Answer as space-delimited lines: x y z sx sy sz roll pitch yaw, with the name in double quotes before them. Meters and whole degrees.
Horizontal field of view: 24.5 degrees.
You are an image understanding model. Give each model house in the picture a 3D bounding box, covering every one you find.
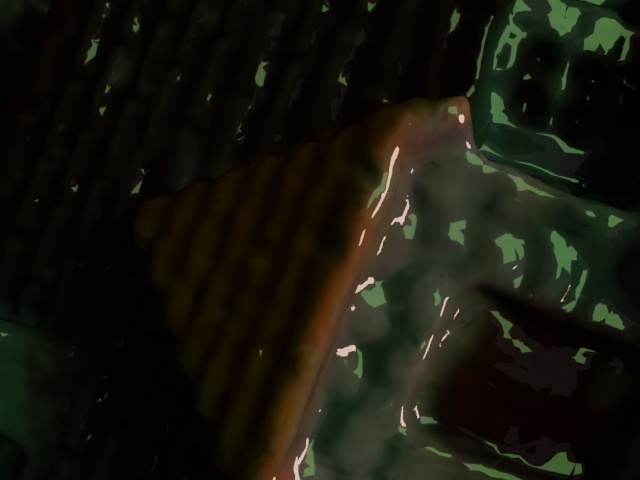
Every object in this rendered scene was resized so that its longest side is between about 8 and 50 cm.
"model house" 0.000 0.000 0.607 0.339 0.297 0.360 21 93 -8
